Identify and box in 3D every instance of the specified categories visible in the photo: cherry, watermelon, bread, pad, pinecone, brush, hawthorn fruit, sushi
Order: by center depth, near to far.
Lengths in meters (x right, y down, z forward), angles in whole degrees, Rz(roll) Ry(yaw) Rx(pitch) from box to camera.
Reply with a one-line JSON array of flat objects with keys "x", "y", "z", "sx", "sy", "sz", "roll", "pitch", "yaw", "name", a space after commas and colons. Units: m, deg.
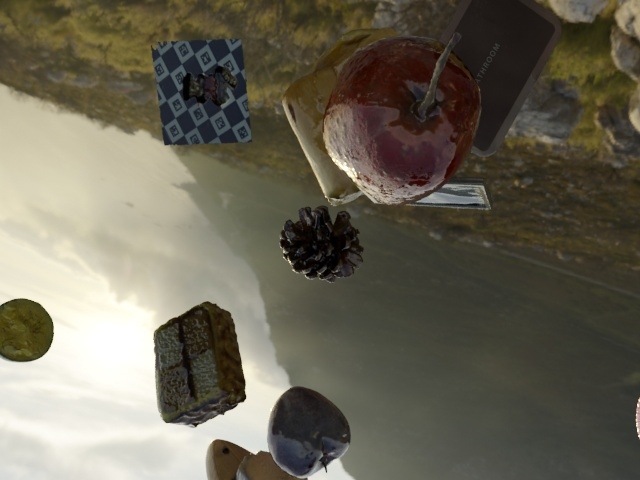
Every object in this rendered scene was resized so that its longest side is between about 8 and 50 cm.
[{"x": 0.081, "y": -0.109, "z": 0.529, "sx": 0.162, "sy": 0.163, "sz": 0.203, "roll": 21, "pitch": -171, "yaw": -6, "name": "hawthorn fruit"}, {"x": -0.485, "y": 0.149, "z": 0.934, "sx": 0.062, "sy": 0.106, "sz": 0.105, "roll": -24, "pitch": 144, "yaw": 30, "name": "watermelon"}, {"x": 0.267, "y": -0.282, "z": 0.944, "sx": 0.176, "sy": 0.266, "sz": 0.002, "roll": 29, "pitch": 179, "yaw": -9, "name": "pad"}, {"x": -0.247, "y": 0.245, "z": 1.161, "sx": 0.181, "sy": 0.222, "sz": 0.096, "roll": -24, "pitch": 149, "yaw": 15, "name": "bread"}, {"x": -0.032, "y": 0.388, "z": 1.178, "sx": 0.176, "sy": 0.176, "sz": 0.140, "roll": 19, "pitch": 139, "yaw": 5, "name": "cherry"}, {"x": 0.000, "y": 0.003, "z": 1.321, "sx": 0.195, "sy": 0.150, "sz": 0.179, "roll": 2, "pitch": -136, "yaw": -35, "name": "pinecone"}, {"x": -0.170, "y": 0.565, "z": 1.401, "sx": 0.266, "sy": 0.166, "sz": 0.174, "roll": 42, "pitch": -145, "yaw": 19, "name": "brush"}, {"x": 0.118, "y": -0.316, "z": 1.440, "sx": 0.361, "sy": 0.395, "sz": 0.250, "roll": -32, "pitch": 165, "yaw": 23, "name": "bread"}, {"x": -0.291, "y": -0.374, "z": 1.481, "sx": 0.289, "sy": 0.264, "sz": 0.050, "roll": 5, "pitch": -160, "yaw": 27, "name": "sushi"}]

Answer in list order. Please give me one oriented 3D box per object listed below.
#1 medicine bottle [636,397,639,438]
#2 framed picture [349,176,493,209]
[{"x": 0.605, "y": 0.260, "z": 0.800, "sx": 0.178, "sy": 0.178, "sz": 0.291, "roll": 22, "pitch": 163, "yaw": -7, "name": "medicine bottle"}, {"x": 0.206, "y": -0.100, "z": 1.169, "sx": 0.259, "sy": 0.023, "sz": 0.189, "roll": 5, "pitch": 171, "yaw": 21, "name": "framed picture"}]
